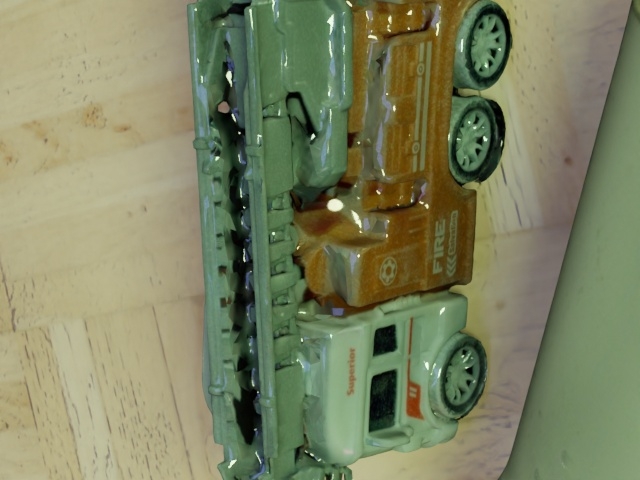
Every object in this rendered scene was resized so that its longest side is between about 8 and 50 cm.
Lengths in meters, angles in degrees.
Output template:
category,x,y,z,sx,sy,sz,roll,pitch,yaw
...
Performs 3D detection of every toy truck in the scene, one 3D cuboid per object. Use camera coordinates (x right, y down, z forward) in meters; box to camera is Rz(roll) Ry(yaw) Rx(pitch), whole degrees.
category,x,y,z,sx,sy,sz,roll,pitch,yaw
toy truck,0.000,0.000,1.119,0.133,0.184,0.338,13,106,36

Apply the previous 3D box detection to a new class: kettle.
category,x,y,z,sx,sy,sz,roll,pitch,yaw
kettle,0.236,0.055,0.968,0.205,0.265,0.318,-128,48,-58
